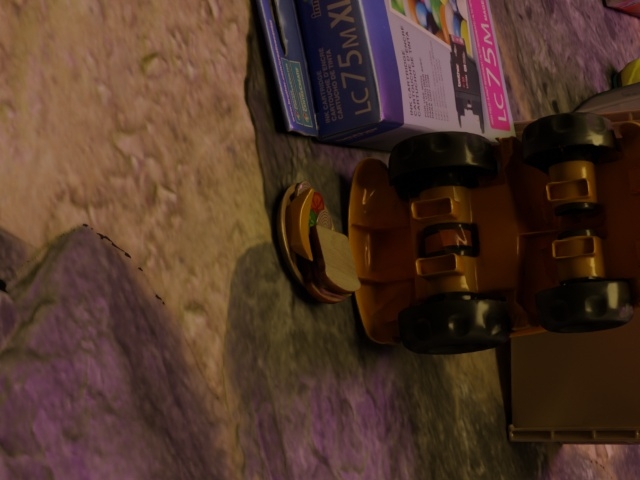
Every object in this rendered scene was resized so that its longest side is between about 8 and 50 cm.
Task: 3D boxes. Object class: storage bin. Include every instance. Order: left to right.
[{"bbox_3d":[0.283,0.029,1.562,0.123,0.260,0.262,10,79,-57],"label":"storage bin"}]

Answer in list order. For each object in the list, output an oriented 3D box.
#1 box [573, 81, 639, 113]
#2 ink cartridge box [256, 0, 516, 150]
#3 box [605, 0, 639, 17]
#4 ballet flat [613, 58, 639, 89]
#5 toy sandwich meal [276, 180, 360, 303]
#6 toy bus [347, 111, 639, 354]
[{"bbox_3d":[0.400,-0.056,1.866,0.127,0.262,0.231,-33,106,-63],"label":"box"},{"bbox_3d":[0.049,-0.162,1.465,0.311,0.065,0.186,1,76,-61],"label":"ink cartridge box"},{"bbox_3d":[0.358,-0.397,2.078,0.154,0.142,0.300,2,76,-62],"label":"box"},{"bbox_3d":[0.362,-0.076,2.005,0.077,0.077,0.231,-28,102,-63],"label":"ballet flat"},{"bbox_3d":[0.000,0.000,1.322,0.085,0.029,0.085,37,46,-51],"label":"toy sandwich meal"},{"bbox_3d":[0.156,0.011,1.423,0.211,0.220,0.149,28,56,-64],"label":"toy bus"}]
